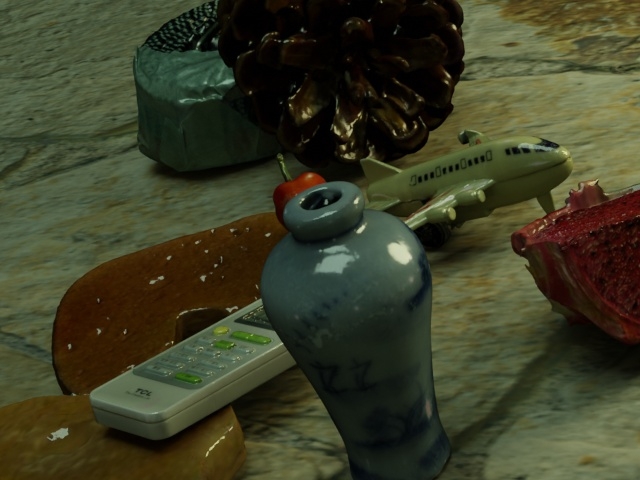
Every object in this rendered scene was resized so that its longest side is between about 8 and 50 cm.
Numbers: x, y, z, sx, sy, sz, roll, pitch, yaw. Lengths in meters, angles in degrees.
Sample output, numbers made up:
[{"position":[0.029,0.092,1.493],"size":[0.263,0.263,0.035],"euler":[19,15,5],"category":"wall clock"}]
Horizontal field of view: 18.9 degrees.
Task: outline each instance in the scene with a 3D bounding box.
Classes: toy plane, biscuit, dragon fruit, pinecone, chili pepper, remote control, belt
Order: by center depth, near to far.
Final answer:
[{"position":[-0.264,0.247,1.642],"size":[0.385,0.062,0.365],"euler":[-6,26,19],"category":"biscuit"},{"position":[0.279,0.014,1.699],"size":[0.274,0.126,0.161],"euler":[-22,14,-29],"category":"dragon fruit"},{"position":[-0.086,0.108,1.732],"size":[0.250,0.034,0.103],"euler":[-27,25,-38],"category":"remote control"},{"position":[0.000,0.000,1.885],"size":[0.063,0.071,0.272],"euler":[-24,44,1],"category":"chili pepper"},{"position":[-0.132,0.078,1.912],"size":[0.277,0.052,0.262],"euler":[-19,30,-2],"category":"biscuit"},{"position":[0.143,-0.056,1.933],"size":[0.256,0.104,0.242],"euler":[1,29,34],"category":"toy plane"},{"position":[0.033,-0.225,2.130],"size":[0.242,0.298,0.296],"euler":[-46,32,27],"category":"pinecone"},{"position":[-0.112,-0.189,2.324],"size":[0.207,0.150,0.257],"euler":[5,34,23],"category":"belt"}]

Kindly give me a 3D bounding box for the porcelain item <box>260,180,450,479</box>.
[{"position":[0.033,0.078,1.557],"size":[0.141,0.259,0.141],"euler":[-13,25,6],"category":"porcelain item"}]
